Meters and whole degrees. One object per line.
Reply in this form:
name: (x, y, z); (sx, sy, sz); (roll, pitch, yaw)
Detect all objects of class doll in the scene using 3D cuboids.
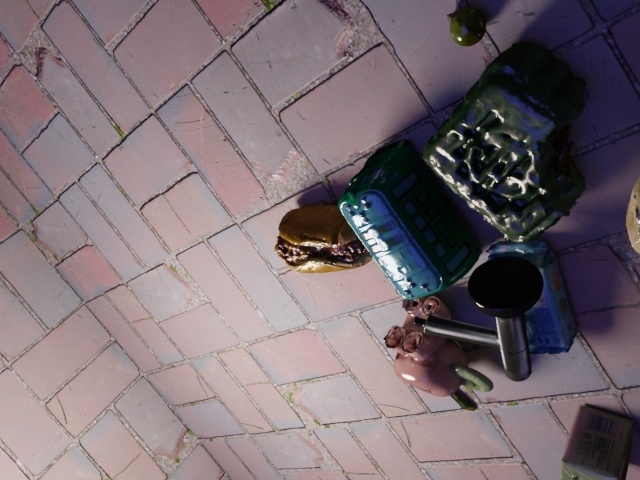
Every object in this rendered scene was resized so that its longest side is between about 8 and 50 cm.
doll: (0.307, 0.297, 1.866); (0.268, 0.216, 0.284); (39, 164, -34)

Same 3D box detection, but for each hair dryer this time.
hair dryer: (0.344, 0.191, 1.611); (0.283, 0.156, 0.320); (4, 134, 14)

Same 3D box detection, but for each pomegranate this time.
pomegranate: (0.277, -0.407, 1.359); (0.073, 0.073, 0.084); (60, 173, -19)

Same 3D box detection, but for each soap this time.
soap: (0.484, 0.131, 1.633); (0.156, 0.077, 0.293); (-2, 121, 41)
soap: (0.672, 0.543, 1.737); (0.138, 0.199, 0.182); (11, 129, 28)

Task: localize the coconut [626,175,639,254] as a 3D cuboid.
coconut: (0.646, -0.051, 1.229); (0.227, 0.230, 0.227); (22, 134, 25)

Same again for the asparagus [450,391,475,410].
asparagus: (0.345, 0.413, 2.024); (0.236, 0.027, 0.034); (38, 129, 7)

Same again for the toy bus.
toy bus: (0.196, -0.033, 1.640); (0.344, 0.199, 0.183); (53, 139, -8)

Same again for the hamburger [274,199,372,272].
hamburger: (0.000, 0.000, 1.855); (0.155, 0.245, 0.282); (64, 180, -29)

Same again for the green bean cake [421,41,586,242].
green bean cake: (0.390, -0.180, 1.378); (0.300, 0.169, 0.308); (41, 138, 3)
